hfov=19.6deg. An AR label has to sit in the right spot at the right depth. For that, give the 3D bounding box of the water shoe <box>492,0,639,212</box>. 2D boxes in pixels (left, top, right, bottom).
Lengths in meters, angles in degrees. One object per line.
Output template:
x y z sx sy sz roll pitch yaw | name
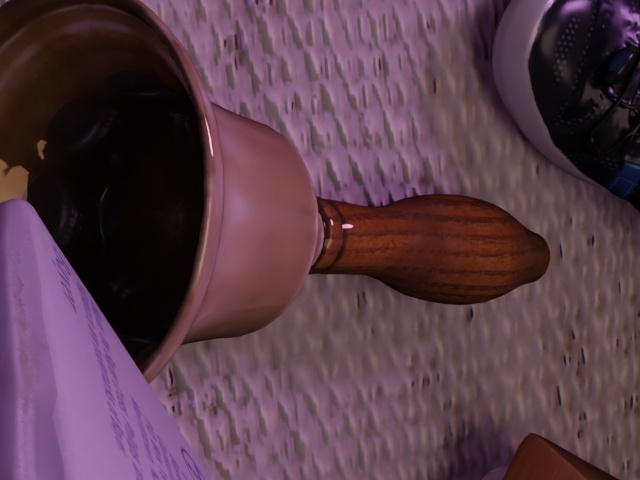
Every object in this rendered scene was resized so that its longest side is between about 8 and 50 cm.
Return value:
0.148 -0.036 0.698 0.203 0.080 0.073 37 78 -36 | water shoe

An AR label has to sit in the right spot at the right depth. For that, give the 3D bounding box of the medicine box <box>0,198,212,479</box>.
-0.110 0.186 0.457 0.263 0.149 0.289 -29 120 2 | medicine box

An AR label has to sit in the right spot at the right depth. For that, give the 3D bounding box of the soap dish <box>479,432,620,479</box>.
0.140 0.235 0.734 0.291 0.118 0.229 31 82 -38 | soap dish

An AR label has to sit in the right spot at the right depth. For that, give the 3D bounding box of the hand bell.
0.000 0.000 0.602 0.242 0.126 0.126 7 97 -50 | hand bell
